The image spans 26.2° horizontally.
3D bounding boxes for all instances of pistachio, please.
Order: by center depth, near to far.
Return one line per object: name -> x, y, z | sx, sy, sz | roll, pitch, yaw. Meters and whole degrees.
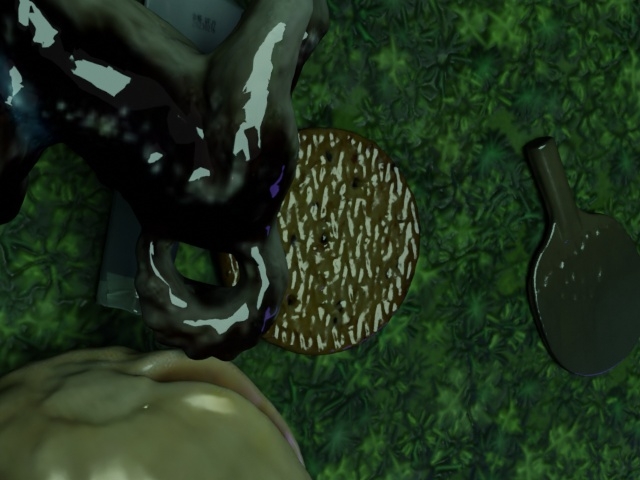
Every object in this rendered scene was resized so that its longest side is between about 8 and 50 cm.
pistachio -> -0.111, 0.192, 0.978 | 0.214, 0.193, 0.318 | -43, 125, 6

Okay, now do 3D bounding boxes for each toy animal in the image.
toy animal -> -0.163, -0.079, 0.906 | 0.344, 0.194, 0.303 | 7, 94, -8

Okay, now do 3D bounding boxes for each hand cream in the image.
hand cream -> -0.117, -0.071, 1.034 | 0.079, 0.048, 0.255 | 15, 84, -36

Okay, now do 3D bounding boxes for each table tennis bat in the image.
table tennis bat -> 0.236, 0.014, 1.265 | 0.131, 0.022, 0.234 | -30, 110, -24

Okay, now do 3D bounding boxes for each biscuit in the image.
biscuit -> -0.001, 0.000, 1.118 | 0.188, 0.027, 0.188 | -2, 94, -29
